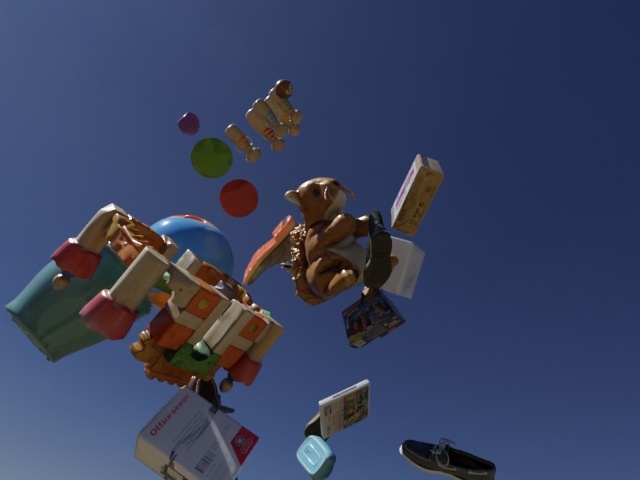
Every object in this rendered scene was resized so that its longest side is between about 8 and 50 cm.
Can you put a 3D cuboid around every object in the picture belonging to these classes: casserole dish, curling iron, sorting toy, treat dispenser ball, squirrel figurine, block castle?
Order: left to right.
[{"bbox_3d":[-0.315,0.148,0.968,0.303,0.213,0.453,34,-6,41],"label":"block castle"},{"bbox_3d":[-0.401,0.069,1.314,0.288,0.288,0.288,7,-39,6],"label":"treat dispenser ball"},{"bbox_3d":[-0.334,-0.234,1.442,0.366,0.127,0.126,56,-11,-6],"label":"sorting toy"},{"bbox_3d":[-0.330,0.552,1.480,0.068,0.035,0.274,-14,-30,0],"label":"curling iron"},{"bbox_3d":[-0.021,0.747,1.546,0.037,0.114,0.188,46,-14,-24],"label":"casserole dish"},{"bbox_3d":[0.000,0.000,1.473,0.397,0.281,0.371,-36,-103,47],"label":"squirrel figurine"}]

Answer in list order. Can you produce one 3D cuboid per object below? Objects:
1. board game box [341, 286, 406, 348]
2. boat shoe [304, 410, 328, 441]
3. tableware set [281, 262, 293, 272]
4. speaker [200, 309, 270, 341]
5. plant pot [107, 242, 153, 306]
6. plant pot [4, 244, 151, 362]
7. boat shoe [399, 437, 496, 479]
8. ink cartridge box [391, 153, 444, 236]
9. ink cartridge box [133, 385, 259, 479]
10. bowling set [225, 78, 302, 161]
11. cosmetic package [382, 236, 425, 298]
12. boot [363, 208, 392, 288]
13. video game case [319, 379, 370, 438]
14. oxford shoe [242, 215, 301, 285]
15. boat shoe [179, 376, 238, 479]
[{"bbox_3d":[0.166,0.233,1.476,0.194,0.194,0.060,-39,-56,22],"label":"board game box"},{"bbox_3d":[0.063,0.701,1.826,0.324,0.120,0.122,-42,-93,23],"label":"boat shoe"},{"bbox_3d":[-0.094,0.134,1.983,0.194,0.039,0.128,7,-9,33],"label":"tableware set"},{"bbox_3d":[-0.333,0.306,1.612,0.296,0.131,0.131,4,-37,-13],"label":"speaker"},{"bbox_3d":[-0.626,0.088,1.524,0.229,0.263,0.263,15,-33,-39],"label":"plant pot"},{"bbox_3d":[-0.632,0.166,1.158,0.271,0.255,0.272,29,-39,26],"label":"plant pot"},{"bbox_3d":[0.347,0.601,1.231,0.254,0.095,0.079,16,-69,24],"label":"boat shoe"},{"bbox_3d":[0.324,-0.157,1.524,0.088,0.193,0.235,21,-67,-1],"label":"ink cartridge box"},{"bbox_3d":[-0.189,0.316,0.688,0.150,0.109,0.063,31,-56,9],"label":"ink cartridge box"},{"bbox_3d":[-0.126,-0.361,1.335,0.154,0.287,0.200,48,-39,-14],"label":"bowling set"},{"bbox_3d":[0.338,0.120,1.944,0.138,0.224,0.224,16,-4,28],"label":"cosmetic package"},{"bbox_3d":[0.159,0.025,1.267,0.076,0.137,0.198,5,-53,-7],"label":"boot"},{"bbox_3d":[0.084,0.570,1.509,0.183,0.023,0.201,-18,-51,-19],"label":"video game case"},{"bbox_3d":[-0.195,0.071,1.906,0.132,0.130,0.364,37,-77,-19],"label":"oxford shoe"},{"bbox_3d":[-0.214,0.435,0.926,0.123,0.342,0.123,-24,-34,17],"label":"boat shoe"}]
